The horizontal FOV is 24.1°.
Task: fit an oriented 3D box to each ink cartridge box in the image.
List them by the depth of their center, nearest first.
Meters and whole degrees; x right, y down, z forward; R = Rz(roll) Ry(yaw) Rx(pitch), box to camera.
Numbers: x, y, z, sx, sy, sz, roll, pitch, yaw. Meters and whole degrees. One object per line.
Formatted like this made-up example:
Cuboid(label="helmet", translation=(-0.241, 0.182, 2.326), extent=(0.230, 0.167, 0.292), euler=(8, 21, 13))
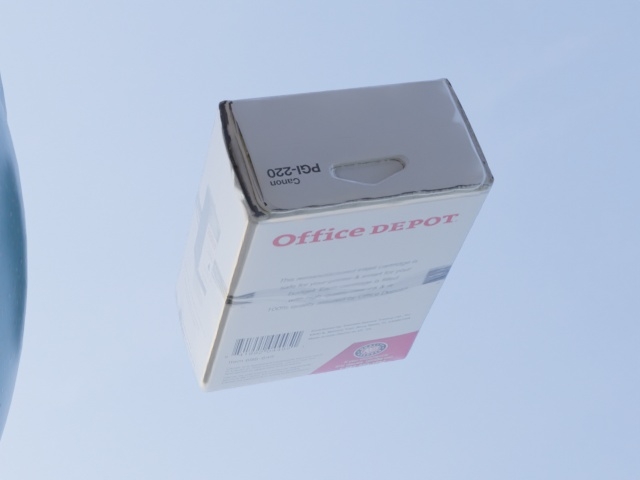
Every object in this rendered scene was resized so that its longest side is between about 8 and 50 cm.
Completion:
Cuboid(label="ink cartridge box", translation=(0.000, 0.000, 0.978), extent=(0.218, 0.159, 0.092), euler=(112, -35, -55))

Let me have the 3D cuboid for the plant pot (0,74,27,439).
Cuboid(label="plant pot", translation=(-0.203, 0.039, 0.378), extent=(0.293, 0.293, 0.196), euler=(-56, -139, 23))
